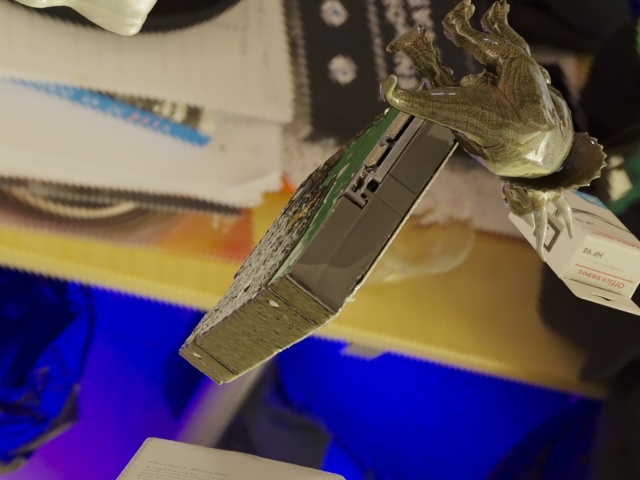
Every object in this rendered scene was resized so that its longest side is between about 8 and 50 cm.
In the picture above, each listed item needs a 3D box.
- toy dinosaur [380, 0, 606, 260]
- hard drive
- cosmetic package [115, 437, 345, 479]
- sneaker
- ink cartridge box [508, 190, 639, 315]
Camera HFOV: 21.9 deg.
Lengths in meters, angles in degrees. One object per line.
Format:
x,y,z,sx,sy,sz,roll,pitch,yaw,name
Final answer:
0.141,-0.100,1.259,0.160,0.121,0.313,49,7,17,toy dinosaur
0.000,0.000,1.501,0.064,0.339,0.237,38,65,-6,hard drive
-0.074,0.237,1.119,0.151,0.183,0.151,11,97,4,cosmetic package
-0.253,-0.283,1.677,0.212,0.094,0.080,12,37,-42,sneaker
0.299,0.005,1.851,0.104,0.060,0.180,16,22,-29,ink cartridge box
